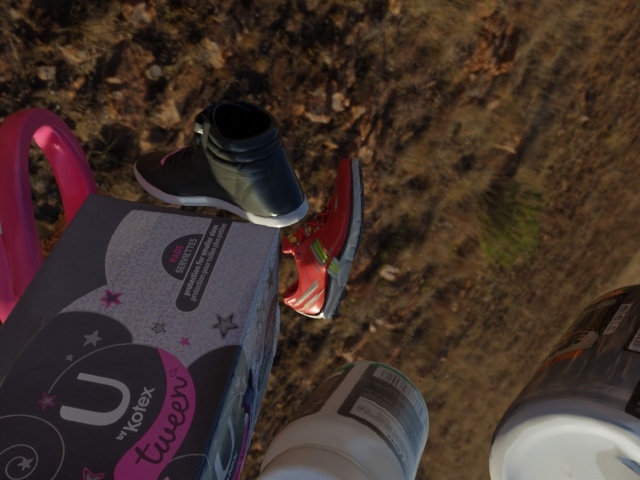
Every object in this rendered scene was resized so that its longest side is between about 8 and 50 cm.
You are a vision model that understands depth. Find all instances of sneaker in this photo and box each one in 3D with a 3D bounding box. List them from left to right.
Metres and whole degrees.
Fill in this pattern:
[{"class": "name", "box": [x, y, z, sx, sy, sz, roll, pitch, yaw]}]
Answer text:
[{"class": "sneaker", "box": [-0.150, -0.122, 0.836, 0.104, 0.295, 0.147, -45, 138, -39]}, {"class": "sneaker", "box": [0.000, 0.000, 0.992, 0.107, 0.118, 0.279, -77, -179, -68]}]

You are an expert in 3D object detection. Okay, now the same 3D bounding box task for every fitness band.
[{"class": "fitness band", "box": [-0.305, -0.005, 0.720, 0.054, 0.291, 0.209, -10, 180, 5]}]

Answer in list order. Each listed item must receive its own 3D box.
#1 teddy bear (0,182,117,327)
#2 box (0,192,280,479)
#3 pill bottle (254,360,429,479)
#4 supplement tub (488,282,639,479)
[{"class": "teddy bear", "box": [-0.374, 0.073, 0.856, 0.338, 0.113, 0.245, -44, 157, -50]}, {"class": "box", "box": [-0.129, 0.105, 0.444, 0.142, 0.163, 0.247, 94, 7, -47]}, {"class": "pill bottle", "box": [0.035, 0.321, 0.901, 0.204, 0.204, 0.361, -61, 168, 15]}, {"class": "supplement tub", "box": [0.309, 0.161, 0.602, 0.316, 0.193, 0.194, -25, 143, -48]}]
